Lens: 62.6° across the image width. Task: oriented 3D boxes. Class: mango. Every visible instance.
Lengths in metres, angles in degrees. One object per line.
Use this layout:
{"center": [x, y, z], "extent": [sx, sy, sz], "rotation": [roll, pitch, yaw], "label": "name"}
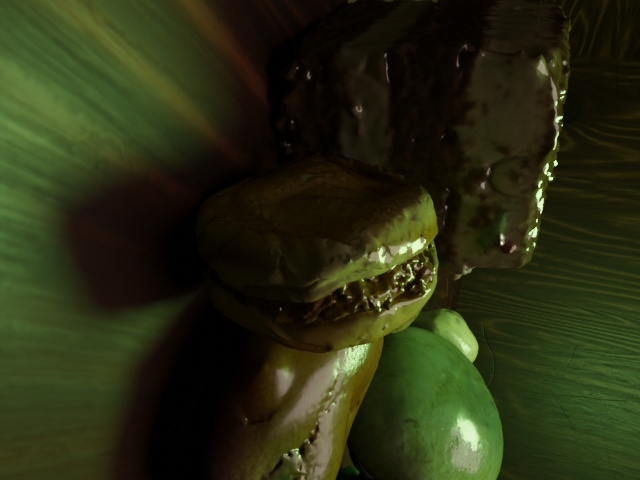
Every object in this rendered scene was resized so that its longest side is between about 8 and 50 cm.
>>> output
{"center": [-0.030, 0.141, 0.532], "extent": [0.201, 0.152, 0.287], "rotation": [90, 22, -52], "label": "mango"}

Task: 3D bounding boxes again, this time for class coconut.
{"center": [0.347, 0.292, 1.557], "extent": [0.224, 0.224, 0.224], "rotation": [11, 90, -70], "label": "coconut"}

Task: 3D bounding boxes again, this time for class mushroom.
{"center": [0.169, 0.317, 0.945], "extent": [0.352, 0.260, 0.352], "rotation": [37, 33, -29], "label": "mushroom"}

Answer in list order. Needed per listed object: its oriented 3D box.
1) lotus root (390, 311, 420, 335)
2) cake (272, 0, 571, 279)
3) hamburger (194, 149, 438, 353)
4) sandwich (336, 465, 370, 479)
{"center": [0.109, 0.076, 0.896], "extent": [0.257, 0.140, 0.154], "rotation": [-26, 111, -77], "label": "lotus root"}
{"center": [0.126, -0.137, 0.628], "extent": [0.282, 0.290, 0.256], "rotation": [-59, 153, -50], "label": "cake"}
{"center": [-0.001, 0.001, 0.454], "extent": [0.214, 0.213, 0.108], "rotation": [-54, 146, -50], "label": "hamburger"}
{"center": [0.170, 0.543, 1.000], "extent": [0.250, 0.301, 0.162], "rotation": [-72, 175, -72], "label": "sandwich"}
